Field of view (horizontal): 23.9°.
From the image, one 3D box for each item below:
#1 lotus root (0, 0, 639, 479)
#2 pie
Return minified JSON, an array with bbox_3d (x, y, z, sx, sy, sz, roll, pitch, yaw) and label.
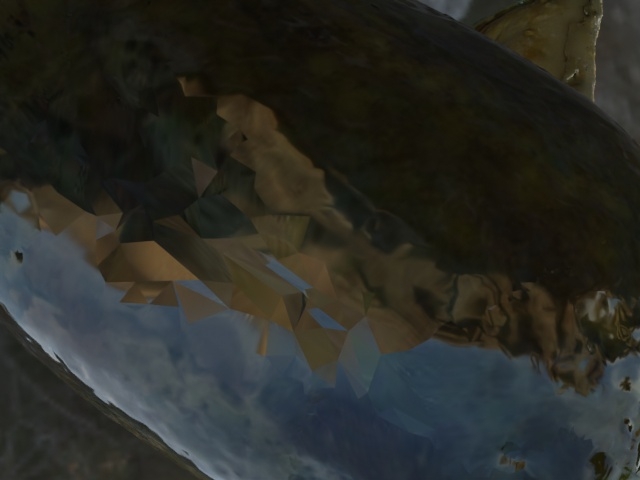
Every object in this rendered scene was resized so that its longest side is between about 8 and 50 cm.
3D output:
[{"bbox_3d":[0.000,0.000,0.467,0.275,0.160,0.152,30,-173,9],"label":"lotus root"},{"bbox_3d":[0.100,-0.034,0.848,0.068,0.282,0.128,33,145,-27],"label":"pie"}]
